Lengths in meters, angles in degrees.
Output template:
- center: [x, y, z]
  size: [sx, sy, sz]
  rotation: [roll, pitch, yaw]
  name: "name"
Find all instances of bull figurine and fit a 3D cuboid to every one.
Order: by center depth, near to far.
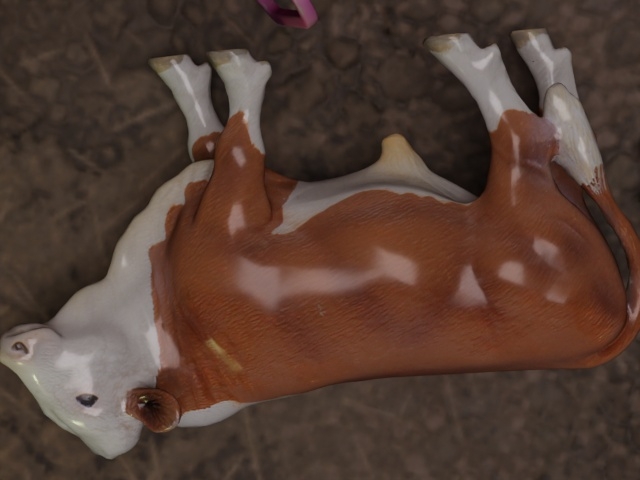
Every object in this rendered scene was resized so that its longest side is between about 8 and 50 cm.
- center: [0.000, 0.000, 0.909]
  size: [0.310, 0.101, 0.188]
  rotation: [-5, 95, -5]
  name: "bull figurine"

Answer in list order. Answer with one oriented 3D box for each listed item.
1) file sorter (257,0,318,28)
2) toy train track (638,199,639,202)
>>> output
- center: [0.046, -0.247, 0.840]
  size: [0.291, 0.202, 0.182]
  rotation: [-36, 102, -1]
  name: "file sorter"
- center: [0.194, -0.045, 0.969]
  size: [0.083, 0.014, 0.048]
  rotation: [-44, 91, -6]
  name: "toy train track"
